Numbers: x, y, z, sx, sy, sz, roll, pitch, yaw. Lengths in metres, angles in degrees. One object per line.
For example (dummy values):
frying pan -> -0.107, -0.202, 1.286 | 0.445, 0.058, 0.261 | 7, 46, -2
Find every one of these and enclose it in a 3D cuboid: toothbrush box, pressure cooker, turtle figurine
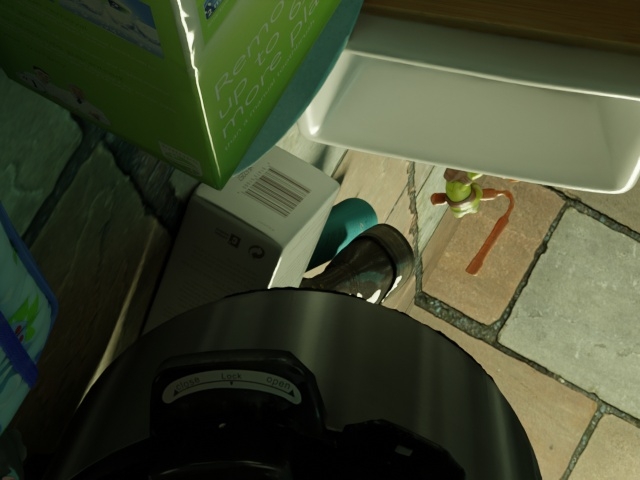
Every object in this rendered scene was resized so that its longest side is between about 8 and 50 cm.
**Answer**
toothbrush box -> -0.045, -0.172, 0.591 | 0.206, 0.122, 0.283 | -59, 169, -15
pressure cooker -> -0.026, 0.245, 0.967 | 0.375, 0.370, 0.420 | -46, -171, 15
turtle figurine -> 0.113, -0.110, 1.312 | 0.269, 0.217, 0.087 | -66, 176, 25

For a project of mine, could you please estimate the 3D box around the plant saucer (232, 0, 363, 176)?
plant saucer -> -0.038, -0.128, 0.968 | 0.195, 0.037, 0.195 | -49, 160, -25

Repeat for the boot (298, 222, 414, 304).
boot -> -0.034, 0.096, 1.547 | 0.229, 0.091, 0.263 | -30, 158, -41

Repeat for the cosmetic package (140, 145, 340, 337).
cosmetic package -> -0.074, 0.047, 1.208 | 0.117, 0.085, 0.231 | -47, 165, -55

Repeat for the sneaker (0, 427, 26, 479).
sneaker -> -0.227, 0.202, 0.779 | 0.135, 0.097, 0.276 | -11, 123, -65

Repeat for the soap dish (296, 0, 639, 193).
soap dish -> 0.120, -0.137, 1.157 | 0.229, 0.290, 0.118 | 84, 16, -73

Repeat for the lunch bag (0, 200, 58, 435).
lunch bag -> -0.183, 0.053, 0.618 | 0.176, 0.090, 0.219 | -61, 172, -18

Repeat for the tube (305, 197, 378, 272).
tube -> 0.000, 0.000, 1.589 | 0.080, 0.052, 0.207 | -64, 166, 20
